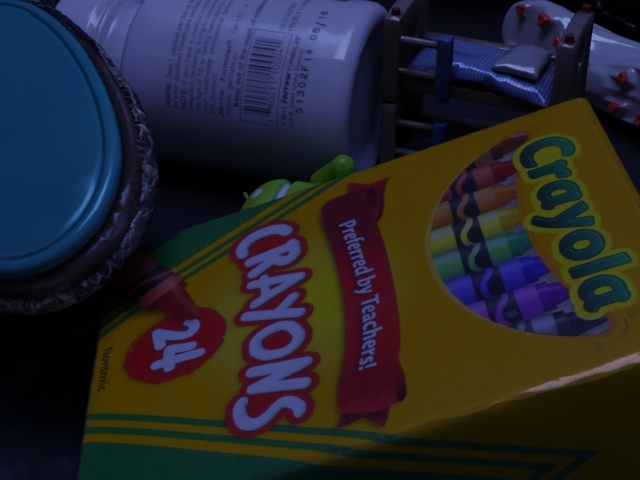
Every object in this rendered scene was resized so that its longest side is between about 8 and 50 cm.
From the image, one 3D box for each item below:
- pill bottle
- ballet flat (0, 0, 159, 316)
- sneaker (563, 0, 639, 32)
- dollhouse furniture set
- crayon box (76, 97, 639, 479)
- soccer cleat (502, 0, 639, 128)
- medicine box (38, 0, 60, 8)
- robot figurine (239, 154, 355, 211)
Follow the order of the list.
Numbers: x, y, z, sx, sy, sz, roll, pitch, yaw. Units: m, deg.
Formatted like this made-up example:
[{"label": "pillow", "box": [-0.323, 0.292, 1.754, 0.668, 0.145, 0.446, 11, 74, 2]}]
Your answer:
[{"label": "pill bottle", "box": [-0.071, -0.116, 0.811, 0.229, 0.131, 0.131, 11, 35, 16]}, {"label": "ballet flat", "box": [-0.240, -0.090, 0.720, 0.164, 0.182, 0.483, -44, 60, -14]}, {"label": "sneaker", "box": [0.289, -0.205, 0.966, 0.281, 0.106, 0.162, 17, 40, 23]}, {"label": "dollhouse furniture set", "box": [0.090, -0.070, 0.740, 0.129, 0.129, 0.184, 13, 36, 19]}, {"label": "crayon box", "box": [0.052, 0.042, 0.532, 0.318, 0.081, 0.202, -18, 33, 7]}, {"label": "soccer cleat", "box": [0.221, -0.136, 0.905, 0.076, 0.068, 0.196, -6, 32, -36]}, {"label": "medicine box", "box": [-0.321, -0.266, 1.022, 0.263, 0.149, 0.289, -23, 41, -30]}, {"label": "robot figurine", "box": [0.000, 0.000, 0.693, 0.115, 0.067, 0.101, 11, 65, 15]}]
